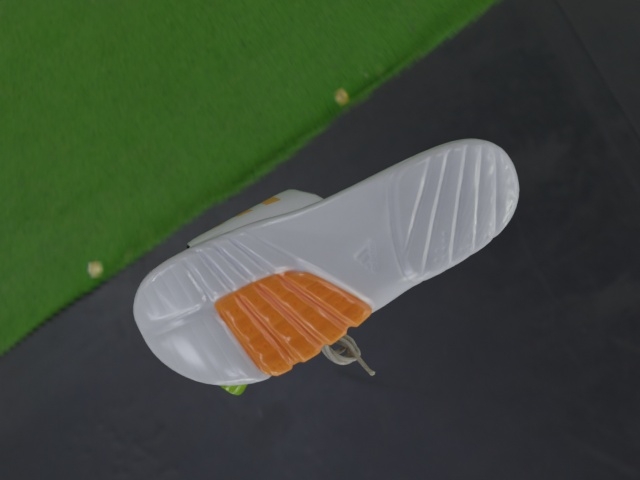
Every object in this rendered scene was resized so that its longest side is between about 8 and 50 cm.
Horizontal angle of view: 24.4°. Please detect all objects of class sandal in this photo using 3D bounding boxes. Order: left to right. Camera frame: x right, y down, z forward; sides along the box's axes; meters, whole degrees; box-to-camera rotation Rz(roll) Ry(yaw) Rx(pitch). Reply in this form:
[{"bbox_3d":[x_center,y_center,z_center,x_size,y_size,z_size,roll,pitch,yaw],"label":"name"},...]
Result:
[{"bbox_3d":[0.005,0.009,0.977,0.265,0.076,0.102,-24,108,-8],"label":"sandal"}]

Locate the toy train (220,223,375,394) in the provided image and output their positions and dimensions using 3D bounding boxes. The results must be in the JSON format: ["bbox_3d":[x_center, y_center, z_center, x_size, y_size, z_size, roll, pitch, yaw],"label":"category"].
[{"bbox_3d":[-0.061,0.109,1.567,0.143,0.248,0.105,-51,145,14],"label":"toy train"}]
